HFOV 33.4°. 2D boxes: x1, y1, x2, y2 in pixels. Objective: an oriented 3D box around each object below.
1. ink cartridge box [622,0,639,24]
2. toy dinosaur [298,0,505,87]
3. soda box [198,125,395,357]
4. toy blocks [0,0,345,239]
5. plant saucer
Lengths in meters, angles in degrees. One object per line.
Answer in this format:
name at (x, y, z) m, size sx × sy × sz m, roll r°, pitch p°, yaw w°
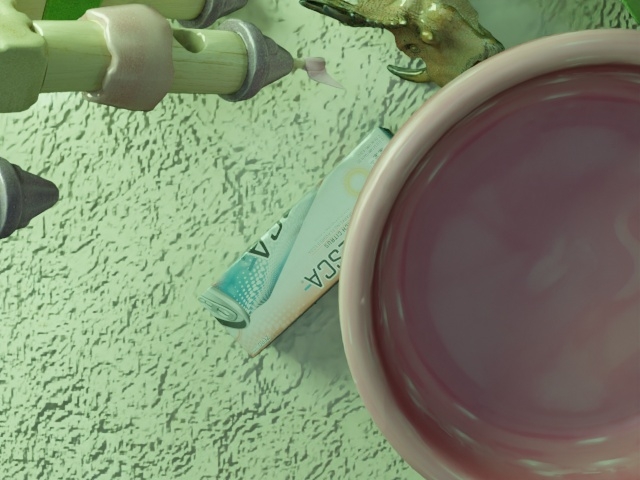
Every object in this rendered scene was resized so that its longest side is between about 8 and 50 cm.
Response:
ink cartridge box at (0.184, -0.267, 0.522) m, size 0.207 × 0.353 × 0.119 m, roll -27°, pitch 63°, yaw 22°
toy dinosaur at (0.039, -0.254, 0.723) m, size 0.127 × 0.200 × 0.295 m, roll -9°, pitch 68°, yaw -30°
soda box at (0.000, 0.000, 0.774) m, size 0.183 × 0.058 × 0.063 m, roll -44°, pitch 88°, yaw 9°
toy blocks at (-0.164, -0.170, 0.725) m, size 0.288 × 0.260 × 0.309 m, roll 49°, pitch 128°, yaw 30°
plant saucer at (0.175, 0.027, 0.709) m, size 0.332 × 0.084 × 0.332 m, roll -1°, pitch 103°, yaw -3°
